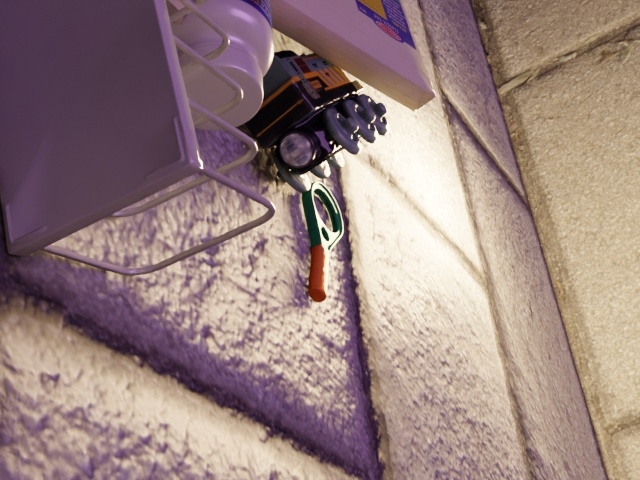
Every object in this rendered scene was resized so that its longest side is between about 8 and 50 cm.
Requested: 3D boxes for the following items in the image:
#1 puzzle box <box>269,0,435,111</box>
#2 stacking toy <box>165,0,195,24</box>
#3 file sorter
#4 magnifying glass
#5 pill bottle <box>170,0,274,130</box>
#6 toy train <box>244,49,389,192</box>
[{"bbox_3d":[0.012,-0.388,1.455,0.409,0.052,0.272,23,43,-42],"label":"puzzle box"},{"bbox_3d":[-0.155,-0.411,1.042,0.309,0.130,0.279,39,49,7],"label":"stacking toy"},{"bbox_3d":[-0.178,-0.131,0.856,0.173,0.193,0.278,26,45,-61],"label":"file sorter"},{"bbox_3d":[0.000,0.000,1.337,0.092,0.026,0.231,51,25,-33],"label":"magnifying glass"},{"bbox_3d":[-0.137,-0.274,1.134,0.152,0.152,0.272,40,34,-47],"label":"pill bottle"},{"bbox_3d":[-0.011,-0.196,1.371,0.190,0.142,0.334,55,23,-3],"label":"toy train"}]
